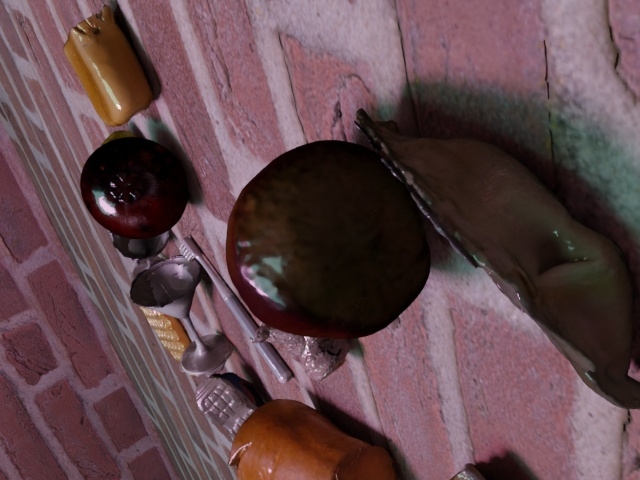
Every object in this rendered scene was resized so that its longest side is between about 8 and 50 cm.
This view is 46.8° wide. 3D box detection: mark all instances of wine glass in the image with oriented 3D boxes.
[{"bbox_3d":[-0.271,0.160,1.499,0.156,0.156,0.232,31,149,46],"label":"wine glass"},{"bbox_3d":[-0.372,0.030,1.577,0.122,0.122,0.183,50,158,19],"label":"wine glass"}]

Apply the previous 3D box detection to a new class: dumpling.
[{"bbox_3d":[0.136,-0.017,0.558,0.332,0.086,0.166,48,-174,23],"label":"dumpling"}]

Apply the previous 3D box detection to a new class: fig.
[{"bbox_3d":[-0.368,-0.133,1.401,0.093,0.093,0.166,47,155,26],"label":"fig"}]

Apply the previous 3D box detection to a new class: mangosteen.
[{"bbox_3d":[-0.310,-0.089,1.262,0.200,0.199,0.200,44,152,31],"label":"mangosteen"}]

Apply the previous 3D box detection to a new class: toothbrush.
[{"bbox_3d":[-0.161,0.125,1.372,0.342,0.025,0.030,49,120,18],"label":"toothbrush"}]

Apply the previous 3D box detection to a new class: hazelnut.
[{"bbox_3d":[0.000,0.000,0.728,0.208,0.208,0.208,44,152,31],"label":"hazelnut"}]

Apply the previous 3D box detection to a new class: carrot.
[{"bbox_3d":[-0.004,0.358,1.173,0.254,0.196,0.196,-8,112,56],"label":"carrot"}]

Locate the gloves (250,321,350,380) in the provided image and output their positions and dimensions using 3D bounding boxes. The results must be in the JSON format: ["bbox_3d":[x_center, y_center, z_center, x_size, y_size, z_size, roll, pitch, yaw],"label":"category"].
[{"bbox_3d":[-0.022,0.121,1.017,0.144,0.110,0.094,33,151,-13],"label":"gloves"}]

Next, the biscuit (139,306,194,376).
[{"bbox_3d":[-0.420,0.216,1.972,0.309,0.040,0.205,50,154,20],"label":"biscuit"}]

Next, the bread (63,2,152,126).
[{"bbox_3d":[-0.330,-0.269,1.169,0.134,0.085,0.173,-10,108,61],"label":"bread"}]

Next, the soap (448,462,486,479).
[{"bbox_3d":[0.221,0.377,0.823,0.257,0.080,0.160,51,174,21],"label":"soap"}]

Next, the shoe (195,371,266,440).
[{"bbox_3d":[-0.157,0.356,1.549,0.227,0.099,0.125,40,-175,-5],"label":"shoe"}]
